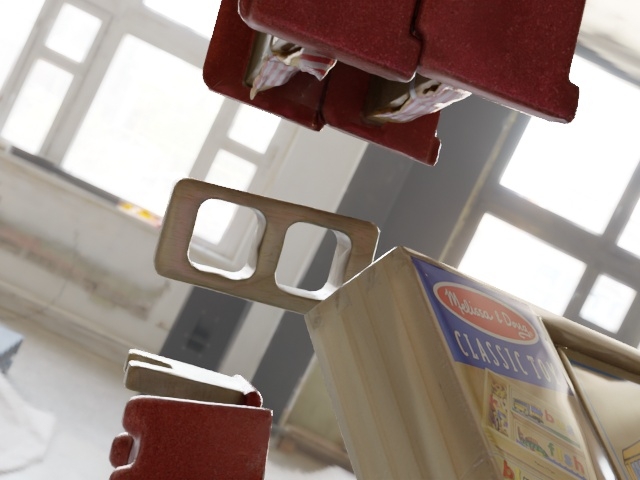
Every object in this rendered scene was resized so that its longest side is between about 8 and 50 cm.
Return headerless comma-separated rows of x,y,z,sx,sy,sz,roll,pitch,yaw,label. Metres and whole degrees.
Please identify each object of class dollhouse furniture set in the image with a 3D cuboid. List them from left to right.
0.000,0.000,0.510,0.152,0.374,0.201,15,-2,-11,dollhouse furniture set

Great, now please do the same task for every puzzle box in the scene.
0.177,0.170,0.430,0.409,0.052,0.272,21,39,-46,puzzle box
